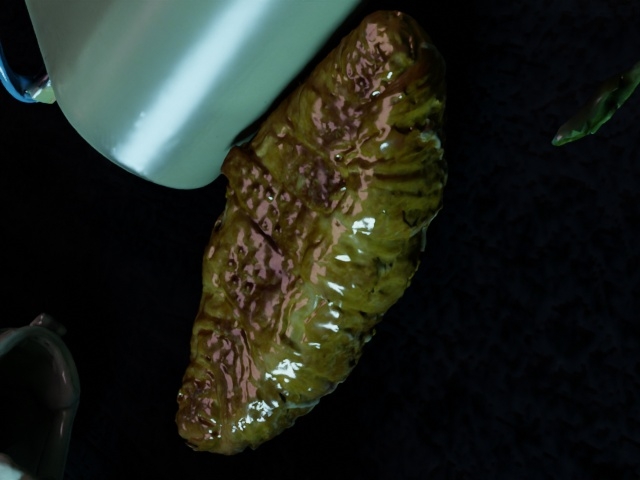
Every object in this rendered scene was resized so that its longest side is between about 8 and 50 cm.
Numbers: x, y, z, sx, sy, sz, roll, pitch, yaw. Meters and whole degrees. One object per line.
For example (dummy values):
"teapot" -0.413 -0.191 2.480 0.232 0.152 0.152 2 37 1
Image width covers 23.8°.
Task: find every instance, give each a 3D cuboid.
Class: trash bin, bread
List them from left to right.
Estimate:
"trash bin" -0.040 -0.185 0.726 0.247 0.121 0.243 -50 46 29
"bread" 0.000 0.000 0.708 0.105 0.076 0.233 41 113 37

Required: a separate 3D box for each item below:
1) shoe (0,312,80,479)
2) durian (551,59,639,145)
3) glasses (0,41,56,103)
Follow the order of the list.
"shoe" -0.239 0.114 1.022 0.210 0.132 0.342 -41 33 19
"durian" 0.143 -0.179 0.469 0.132 0.106 0.375 -16 50 45
"glasses" -0.133 -0.203 0.913 0.207 0.102 0.239 4 89 57
